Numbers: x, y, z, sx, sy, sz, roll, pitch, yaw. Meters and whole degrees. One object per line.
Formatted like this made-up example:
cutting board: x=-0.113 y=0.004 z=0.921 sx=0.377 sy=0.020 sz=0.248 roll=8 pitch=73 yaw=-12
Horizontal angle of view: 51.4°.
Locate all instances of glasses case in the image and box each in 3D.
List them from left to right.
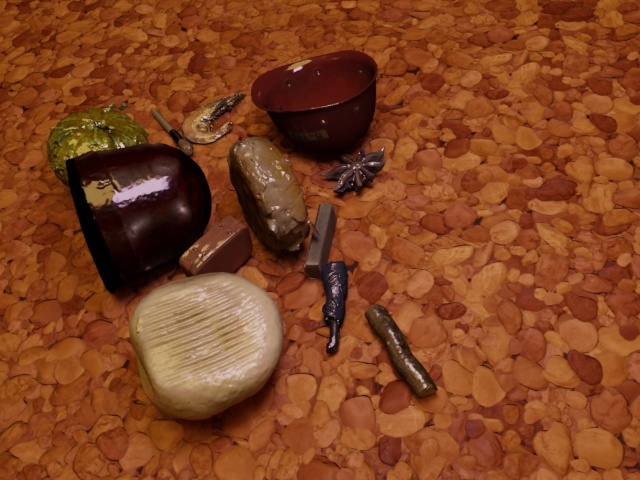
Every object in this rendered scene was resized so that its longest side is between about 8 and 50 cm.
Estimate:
glasses case: x=0.000 y=0.000 z=1.769 sx=0.047 sy=0.071 sz=0.205 roll=2 pitch=54 yaw=16

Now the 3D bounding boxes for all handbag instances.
handbag: x=-0.267 y=0.042 z=1.733 sx=0.072 sy=0.151 sz=0.193 roll=32 pitch=62 yaw=25

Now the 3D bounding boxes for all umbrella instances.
umbrella: x=0.036 y=0.165 z=1.651 sx=0.070 sy=0.071 sz=0.248 roll=-4 pitch=59 yaw=7

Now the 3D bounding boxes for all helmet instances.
helmet: x=0.005 y=-0.379 z=1.958 sx=0.384 sy=0.230 sz=0.338 roll=2 pitch=43 yaw=26

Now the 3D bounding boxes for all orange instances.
orange: x=-0.651 y=-0.255 z=1.978 sx=0.300 sy=0.223 sz=0.301 roll=-19 pitch=48 yaw=-23

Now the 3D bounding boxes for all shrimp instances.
shrimp: x=-0.331 y=-0.395 z=2.147 sx=0.251 sy=0.052 sz=0.143 roll=-39 pitch=66 yaw=-10

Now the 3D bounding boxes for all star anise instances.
star anise: x=0.098 y=-0.202 z=1.913 sx=0.180 sy=0.061 sz=0.205 roll=14 pitch=54 yaw=28

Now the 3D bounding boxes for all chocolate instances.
chocolate: x=-0.466 y=-0.091 z=1.773 sx=0.331 sy=0.384 sz=0.384 roll=-20 pitch=51 yaw=-25

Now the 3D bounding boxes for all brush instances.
brush: x=-0.482 y=-0.359 z=2.148 sx=0.039 sy=0.042 sz=0.299 roll=-19 pitch=48 yaw=-29

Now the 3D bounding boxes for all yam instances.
yam: x=0.184 y=0.257 z=1.549 sx=0.061 sy=0.061 sz=0.253 roll=-25 pitch=54 yaw=-10

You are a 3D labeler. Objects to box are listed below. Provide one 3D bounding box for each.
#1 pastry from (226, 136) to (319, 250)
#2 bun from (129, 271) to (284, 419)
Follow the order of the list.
pastry: x=-0.138 y=-0.128 z=1.742 sx=0.136 sy=0.330 sz=0.330 roll=-24 pitch=53 yaw=-16
bun: x=-0.266 y=0.242 z=1.545 sx=0.361 sy=0.213 sz=0.361 roll=2 pitch=63 yaw=-4
